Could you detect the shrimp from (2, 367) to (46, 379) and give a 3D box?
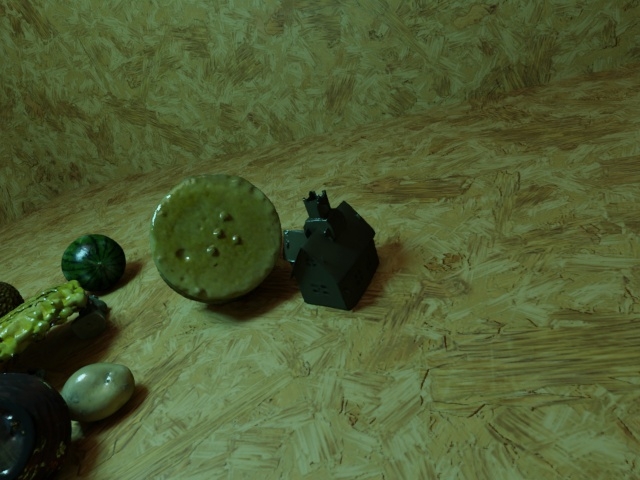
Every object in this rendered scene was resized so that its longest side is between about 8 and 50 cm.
[{"bbox_3d":[-0.748,0.346,1.016,0.165,0.057,0.065,-6,44,3],"label":"shrimp"}]

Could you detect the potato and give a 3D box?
[{"bbox_3d":[-0.456,0.306,0.855,0.147,0.112,0.112,-19,26,-15],"label":"potato"}]

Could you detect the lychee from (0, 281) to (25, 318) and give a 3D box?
[{"bbox_3d":[-0.984,0.215,1.254,0.194,0.194,0.194,-15,27,8],"label":"lychee"}]

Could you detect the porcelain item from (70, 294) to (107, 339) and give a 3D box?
[{"bbox_3d":[-0.663,0.205,1.224,0.081,0.069,0.215,-31,25,-14],"label":"porcelain item"}]

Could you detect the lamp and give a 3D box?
[{"bbox_3d":[-0.560,0.350,0.717,0.247,0.247,0.247,-15,27,8],"label":"lamp"}]

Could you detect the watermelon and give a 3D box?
[{"bbox_3d":[-0.728,0.073,1.364,0.214,0.188,0.188,2,33,47],"label":"watermelon"}]

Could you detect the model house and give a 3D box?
[{"bbox_3d":[0.000,0.000,0.981,0.204,0.243,0.211,1,33,33],"label":"model house"}]

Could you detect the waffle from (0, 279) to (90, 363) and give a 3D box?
[{"bbox_3d":[-0.767,0.233,1.045,0.382,0.095,0.379,-38,19,-21],"label":"waffle"}]

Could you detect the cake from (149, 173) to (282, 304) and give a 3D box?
[{"bbox_3d":[-0.278,0.014,1.123,0.332,0.332,0.321,-28,-3,-18],"label":"cake"}]
